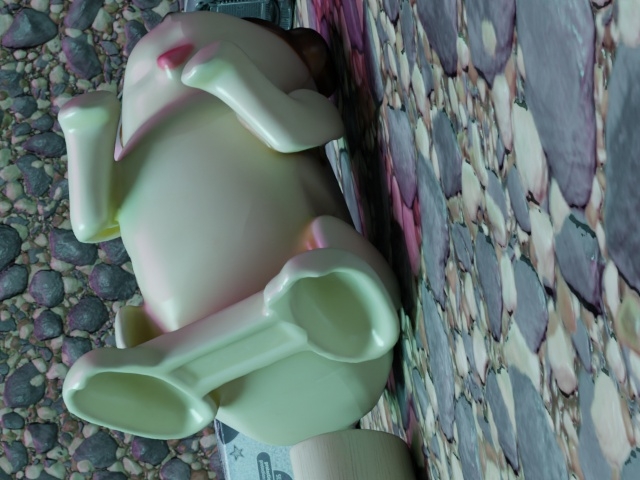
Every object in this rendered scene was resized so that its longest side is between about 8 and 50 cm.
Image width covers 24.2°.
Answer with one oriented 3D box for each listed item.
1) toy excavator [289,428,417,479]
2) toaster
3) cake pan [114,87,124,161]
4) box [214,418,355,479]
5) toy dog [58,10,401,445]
[{"bbox_3d":[-0.038,0.364,1.510,0.445,0.433,0.222,42,-150,-53],"label":"toy excavator"},{"bbox_3d":[-0.104,-0.314,1.764,0.227,0.129,0.146,96,167,-70],"label":"toaster"},{"bbox_3d":[-0.176,-0.117,2.120,0.054,0.293,0.293,18,120,51],"label":"cake pan"},{"bbox_3d":[-0.046,0.195,1.762,0.142,0.163,0.247,-114,16,-72],"label":"box"},{"bbox_3d":[-0.062,-0.041,1.384,0.395,0.285,0.407,30,-143,-49],"label":"toy dog"}]
